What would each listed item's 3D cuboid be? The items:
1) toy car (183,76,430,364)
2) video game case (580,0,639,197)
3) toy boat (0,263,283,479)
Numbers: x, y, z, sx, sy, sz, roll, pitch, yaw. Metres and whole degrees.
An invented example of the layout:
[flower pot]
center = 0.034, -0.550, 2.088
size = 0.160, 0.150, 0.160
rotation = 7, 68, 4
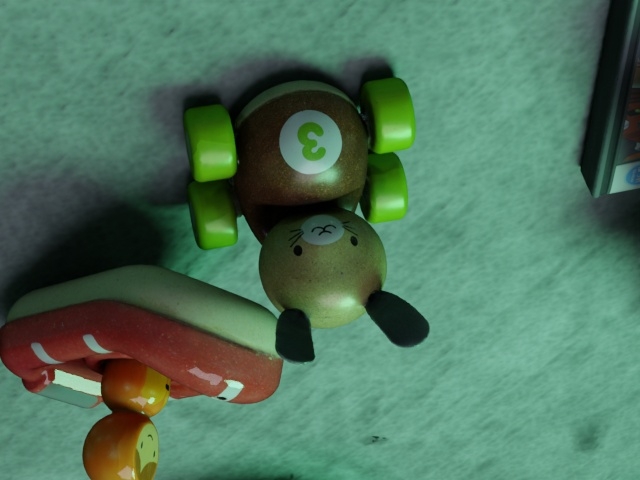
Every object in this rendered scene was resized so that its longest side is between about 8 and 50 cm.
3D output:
[toy car]
center = 0.000, 0.000, 1.072
size = 0.155, 0.188, 0.149
rotation = -9, 142, -9
[video game case]
center = 0.324, -0.149, 1.130
size = 0.248, 0.035, 0.275
rotation = -10, 142, -8
[toy boat]
center = -0.133, 0.109, 1.141
size = 0.151, 0.151, 0.231
rotation = 23, 154, -39
